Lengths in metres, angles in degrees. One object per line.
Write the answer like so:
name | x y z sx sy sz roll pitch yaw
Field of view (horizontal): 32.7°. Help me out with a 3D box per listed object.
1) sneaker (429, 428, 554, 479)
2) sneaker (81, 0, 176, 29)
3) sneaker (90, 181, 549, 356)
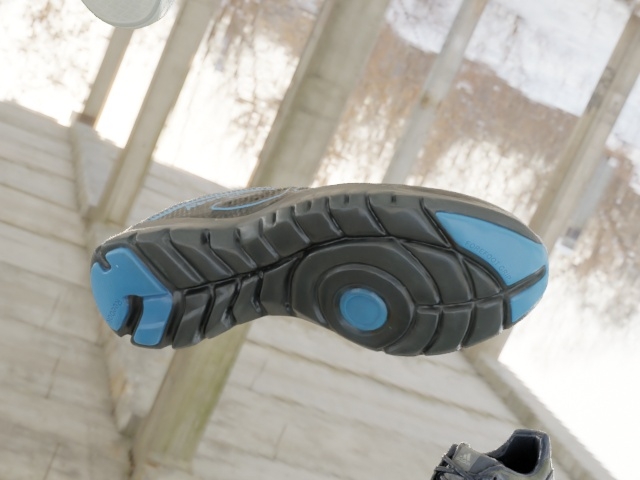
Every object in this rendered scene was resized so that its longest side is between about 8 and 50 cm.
sneaker | 0.121 0.263 1.053 0.300 0.121 0.111 -14 -159 -42
sneaker | -0.143 -0.221 0.596 0.110 0.118 0.292 8 144 12
sneaker | 0.000 0.000 0.796 0.340 0.125 0.140 0 -154 23
